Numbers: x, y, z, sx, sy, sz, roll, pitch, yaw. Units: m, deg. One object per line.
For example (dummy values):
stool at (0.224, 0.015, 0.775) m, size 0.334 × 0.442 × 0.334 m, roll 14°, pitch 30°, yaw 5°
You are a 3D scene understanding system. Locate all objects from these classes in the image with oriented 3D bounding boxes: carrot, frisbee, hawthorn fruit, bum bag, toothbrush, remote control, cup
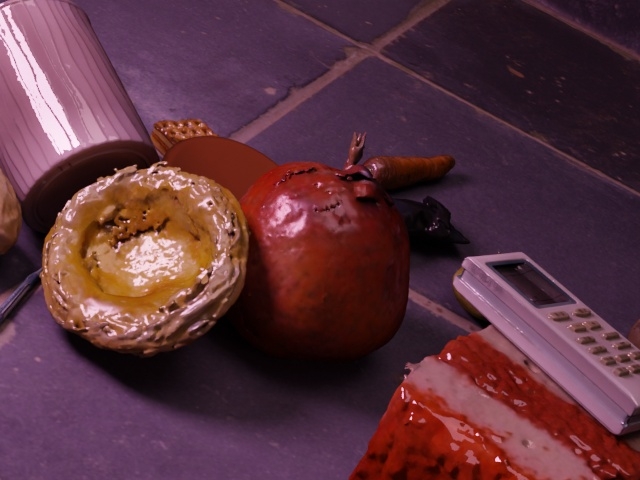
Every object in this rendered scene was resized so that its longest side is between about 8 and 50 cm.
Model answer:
carrot at (0.156, -0.121, 2.489) m, size 0.248 × 0.059 × 0.059 m, roll -9°, pitch 42°, yaw -48°
frisbee at (-0.123, -0.065, 2.168) m, size 0.251 × 0.021 × 0.251 m, roll 21°, pitch 41°, yaw -20°
hawthorn fruit at (0.000, 0.000, 1.924) m, size 0.276 × 0.307 × 0.276 m, roll 15°, pitch 16°, yaw -5°
bum bag at (0.117, -0.034, 2.292) m, size 0.310 × 0.074 × 0.137 m, roll 2°, pitch 23°, yaw -44°
toothbrush at (-0.373, 0.054, 1.839) m, size 0.019 × 0.016 × 0.219 m, roll 23°, pitch 29°, yaw 1°
remote control at (0.279, 0.108, 1.639) m, size 0.103 × 0.055 × 0.277 m, roll -4°, pitch 38°, yaw -44°
cup at (-0.362, -0.154, 1.999) m, size 0.208 × 0.288 × 0.273 m, roll -22°, pitch 63°, yaw -17°

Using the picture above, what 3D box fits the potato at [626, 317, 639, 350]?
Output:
potato at (0.540, 0.206, 2.131) m, size 0.165 × 0.165 × 0.262 m, roll 16°, pitch 33°, yaw -15°

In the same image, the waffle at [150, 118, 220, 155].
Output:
waffle at (-0.189, -0.134, 2.266) m, size 0.102 × 0.042 × 0.148 m, roll -7°, pitch 41°, yaw -44°

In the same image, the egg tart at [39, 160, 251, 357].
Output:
egg tart at (-0.212, 0.035, 1.817) m, size 0.288 × 0.118 × 0.288 m, roll -6°, pitch 50°, yaw 8°

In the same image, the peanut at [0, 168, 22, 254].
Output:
peanut at (-0.509, -0.084, 1.844) m, size 0.313 × 0.152 × 0.152 m, roll 30°, pitch 29°, yaw 12°

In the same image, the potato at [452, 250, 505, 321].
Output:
potato at (0.265, 0.066, 2.229) m, size 0.105 × 0.085 × 0.188 m, roll 35°, pitch 26°, yaw 15°

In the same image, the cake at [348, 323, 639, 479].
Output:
cake at (0.201, 0.280, 1.627) m, size 0.270 × 0.269 × 0.319 m, roll 36°, pitch 31°, yaw 24°
